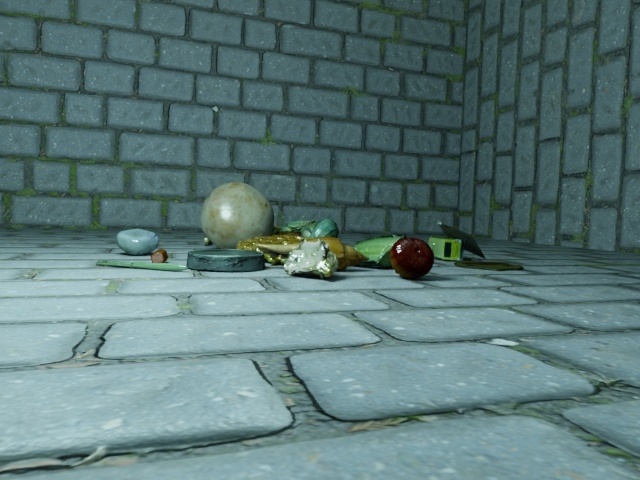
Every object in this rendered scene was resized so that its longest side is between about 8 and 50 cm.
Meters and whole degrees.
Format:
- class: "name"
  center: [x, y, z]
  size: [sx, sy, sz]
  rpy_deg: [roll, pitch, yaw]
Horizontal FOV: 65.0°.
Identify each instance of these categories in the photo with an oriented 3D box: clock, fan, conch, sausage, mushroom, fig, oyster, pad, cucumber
- class: "clock"
  center: [-0.270, 0.055, 1.447]
  size: [0.226, 0.049, 0.226]
  rpy_deg: [3, 3, 0]
- class: "fan"
  center: [0.577, 0.083, 1.765]
  size: [0.230, 0.011, 0.335]
  rpy_deg: [2, 5, 2]
- class: "conch"
  center: [0.002, 0.000, 1.826]
  size: [0.122, 0.176, 0.188]
  rpy_deg: [24, 19, -20]
- class: "sausage"
  center: [-0.475, 0.049, 1.486]
  size: [0.039, 0.041, 0.131]
  rpy_deg: [-21, 8, -11]
- class: "mushroom"
  center: [-0.340, -0.078, 2.032]
  size: [0.298, 0.297, 0.290]
  rpy_deg: [1, -20, -21]
- class: "fig"
  center: [0.246, 0.047, 1.359]
  size: [0.119, 0.119, 0.153]
  rpy_deg: [2, -3, 8]
- class: "conch"
  center: [-0.020, 0.027, 1.466]
  size: [0.330, 0.093, 0.109]
  rpy_deg: [13, -7, -2]
- class: "oyster"
  center: [-0.020, 0.053, 1.334]
  size: [0.209, 0.133, 0.072]
  rpy_deg: [-13, -53, 49]
- class: "pad"
  center: [0.550, 0.001, 1.968]
  size: [0.160, 0.009, 0.265]
  rpy_deg: [27, -6, 36]
- class: "cucumber"
  center: [0.178, 0.047, 1.582]
  size: [0.193, 0.115, 0.085]
  rpy_deg: [-1, -42, 37]

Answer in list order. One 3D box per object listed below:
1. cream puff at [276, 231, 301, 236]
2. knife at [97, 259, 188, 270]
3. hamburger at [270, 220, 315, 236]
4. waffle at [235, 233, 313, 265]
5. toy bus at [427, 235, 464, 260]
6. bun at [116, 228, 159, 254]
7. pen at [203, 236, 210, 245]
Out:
- class: "cream puff"
  center: [-0.123, 0.007, 2.049]
  size: [0.149, 0.084, 0.149]
  rpy_deg: [4, 3, 0]
- class: "knife"
  center: [-0.487, 0.067, 1.369]
  size: [0.293, 0.019, 0.043]
  rpy_deg: [2, 5, 16]
- class: "hamburger"
  center: [-0.118, -0.023, 2.264]
  size: [0.214, 0.125, 0.235]
  rpy_deg: [-8, 5, -37]
- class: "waffle"
  center: [-0.142, 0.027, 1.659]
  size: [0.282, 0.058, 0.301]
  rpy_deg: [-13, 15, -36]
- class: "toy bus"
  center: [0.483, 0.030, 1.950]
  size: [0.101, 0.088, 0.175]
  rpy_deg: [3, 3, -8]
- class: "bun"
  center: [-0.630, 0.011, 1.733]
  size: [0.141, 0.083, 0.141]
  rpy_deg: [6, 12, -1]
- class: "pen"
  center: [-0.518, 0.003, 2.331]
  size: [0.032, 0.040, 0.233]
  rpy_deg: [2, -1, -6]
